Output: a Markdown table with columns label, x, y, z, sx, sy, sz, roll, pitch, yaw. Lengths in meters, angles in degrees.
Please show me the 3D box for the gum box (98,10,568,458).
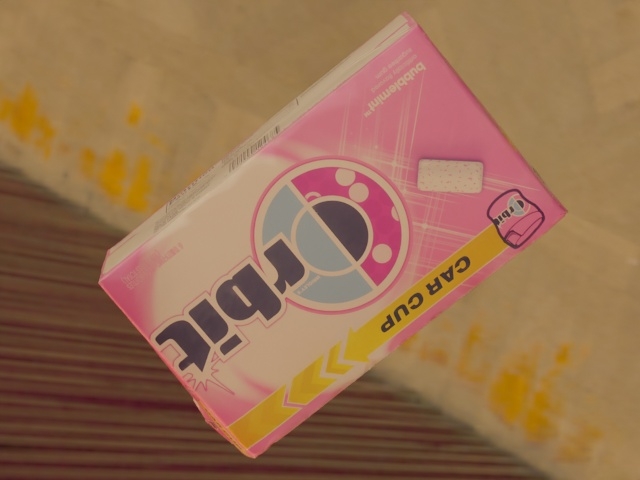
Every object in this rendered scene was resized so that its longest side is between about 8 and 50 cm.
| label | x | y | z | sx | sy | sz | roll | pitch | yaw |
| --- | --- | --- | --- | --- | --- | --- | --- | --- | --- |
| gum box | 0.000 | 0.000 | 0.803 | 0.188 | 0.062 | 0.107 | -38 | 101 | 6 |
